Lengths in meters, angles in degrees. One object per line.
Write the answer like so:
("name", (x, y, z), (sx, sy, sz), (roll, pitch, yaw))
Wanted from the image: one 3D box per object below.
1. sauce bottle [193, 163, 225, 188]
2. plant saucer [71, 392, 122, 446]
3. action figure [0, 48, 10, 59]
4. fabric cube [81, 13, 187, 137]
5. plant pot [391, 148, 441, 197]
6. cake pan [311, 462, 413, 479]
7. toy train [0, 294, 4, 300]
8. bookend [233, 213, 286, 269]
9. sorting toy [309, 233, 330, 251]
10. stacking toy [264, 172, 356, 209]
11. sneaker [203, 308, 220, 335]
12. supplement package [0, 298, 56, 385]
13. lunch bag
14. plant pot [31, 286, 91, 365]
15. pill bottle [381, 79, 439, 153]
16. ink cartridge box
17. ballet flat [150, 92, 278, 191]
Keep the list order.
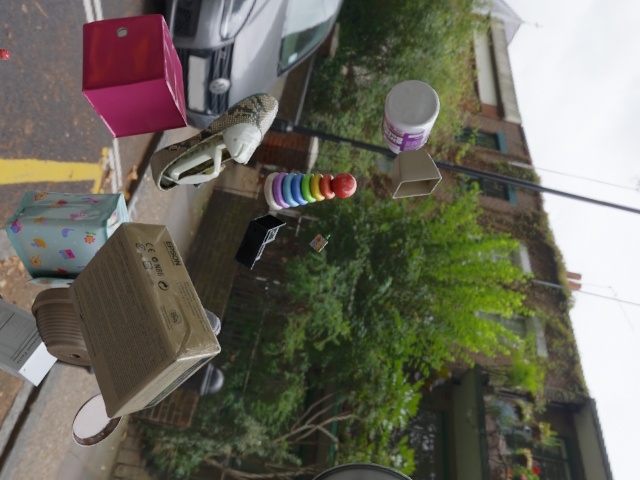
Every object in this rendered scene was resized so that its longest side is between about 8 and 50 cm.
("sauce bottle", (-0.392, -0.231, 1.776), (0.128, 0.042, 0.042), (-41, -179, -5))
("plant saucer", (-0.658, 0.519, 1.492), (0.168, 0.029, 0.168), (-33, 133, -46))
("action figure", (-0.994, -0.520, 1.399), (0.139, 0.281, 0.091), (124, -27, -75))
("fabric cube", (-0.592, -0.522, 1.629), (0.259, 0.255, 0.257), (89, -8, -68))
("plant pot", (0.246, -0.182, 1.352), (0.109, 0.109, 0.096), (104, -22, -71))
("cake pan", (0.094, 0.603, 1.062), (0.054, 0.294, 0.292), (-66, 171, -71))
("toy train", (-1.256, 0.180, 1.941), (0.158, 0.027, 0.036), (64, 22, -2))
("bookend", (-0.207, 0.001, 1.751), (0.157, 0.072, 0.156), (-63, 169, 17))
("sorting toy", (0.000, 0.000, 2.024), (0.083, 0.062, 0.012), (-48, 145, 0))
("stacking toy", (-0.031, -0.187, 1.832), (0.141, 0.331, 0.141), (-1, 90, -65))
("sneaker", (-0.425, 0.320, 1.651), (0.180, 0.322, 0.124), (56, 36, -38))
("supplement package", (-0.803, 0.245, 1.290), (0.133, 0.244, 0.139), (106, 10, -58))
("lunch bag", (-0.565, 0.025, 1.190), (0.160, 0.224, 0.262), (-92, -174, -50))
("plant pot", (-0.528, 0.207, 1.130), (0.237, 0.238, 0.109), (109, -10, -56))
("pill bottle", (0.291, -0.395, 1.699), (0.301, 0.170, 0.169), (71, 31, -79))
("ink cartridge box", (-0.280, 0.120, 0.783), (0.193, 0.088, 0.234), (-41, -114, 29))
("ballet flat", (-0.332, -0.286, 1.623), (0.164, 0.483, 0.181), (46, 23, -54))
